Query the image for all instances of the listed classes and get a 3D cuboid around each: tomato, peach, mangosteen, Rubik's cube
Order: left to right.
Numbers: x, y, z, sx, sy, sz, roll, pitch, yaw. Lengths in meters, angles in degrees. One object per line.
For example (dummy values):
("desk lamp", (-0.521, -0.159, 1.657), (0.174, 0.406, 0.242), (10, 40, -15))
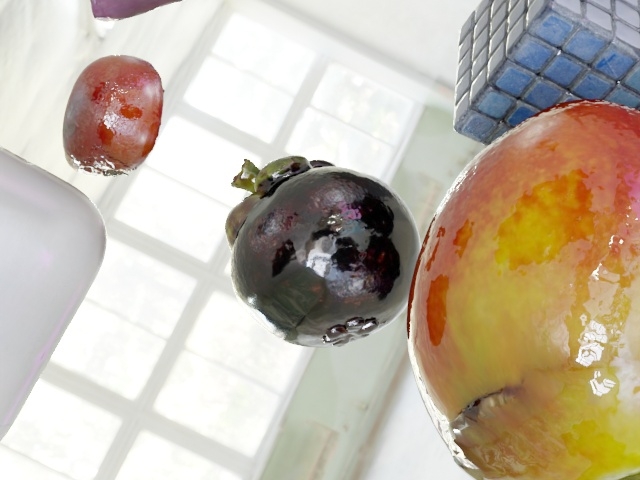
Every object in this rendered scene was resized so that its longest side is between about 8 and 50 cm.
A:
("tomato", (-0.308, -0.177, 1.319), (0.099, 0.189, 0.173), (8, -98, -49))
("mangosteen", (0.008, 0.012, 1.445), (0.313, 0.297, 0.297), (-90, 22, -50))
("Rubik's cube", (0.333, -0.248, 1.277), (0.237, 0.237, 0.238), (125, 163, -47))
("peach", (0.246, 0.060, 0.855), (0.370, 0.370, 0.370), (-64, 2, 4))

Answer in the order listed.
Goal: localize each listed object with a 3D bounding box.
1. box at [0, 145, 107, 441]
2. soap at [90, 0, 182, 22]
("box", (-0.415, 0.056, 1.019), (0.349, 0.289, 0.141), (-59, 18, 4))
("soap", (0.008, -0.288, 0.609), (0.233, 0.360, 0.128), (-100, -10, -51))
